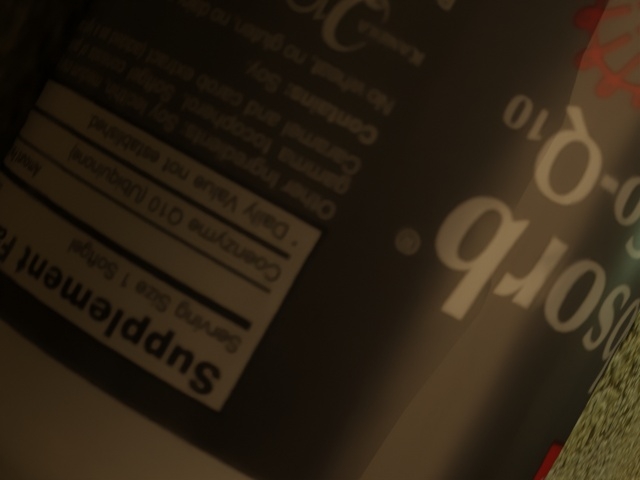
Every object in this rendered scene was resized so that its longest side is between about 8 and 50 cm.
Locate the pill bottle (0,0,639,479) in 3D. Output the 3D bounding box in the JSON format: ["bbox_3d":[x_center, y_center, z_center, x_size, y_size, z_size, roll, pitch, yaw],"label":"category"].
[{"bbox_3d":[0.000,0.000,0.477,0.363,0.210,0.210,-61,152,0],"label":"pill bottle"}]
